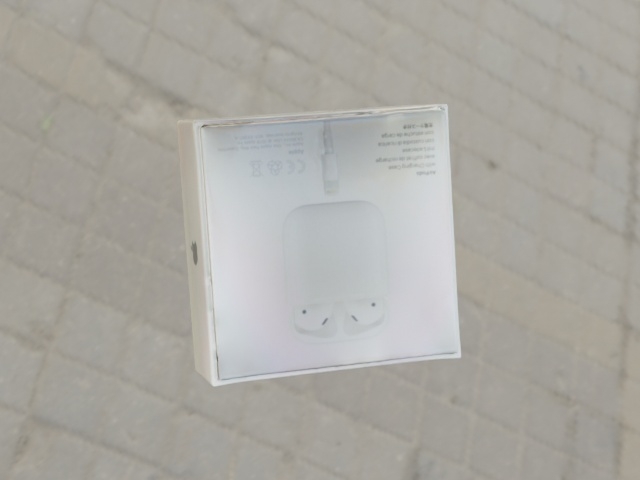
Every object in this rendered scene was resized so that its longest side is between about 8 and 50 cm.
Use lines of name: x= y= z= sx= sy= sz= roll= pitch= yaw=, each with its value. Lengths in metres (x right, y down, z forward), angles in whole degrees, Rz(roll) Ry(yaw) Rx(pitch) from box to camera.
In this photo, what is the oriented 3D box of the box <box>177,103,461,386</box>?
box: x=0.000 y=0.000 z=0.698 sx=0.130 sy=0.051 sz=0.129 roll=-5 pitch=96 yaw=-14
